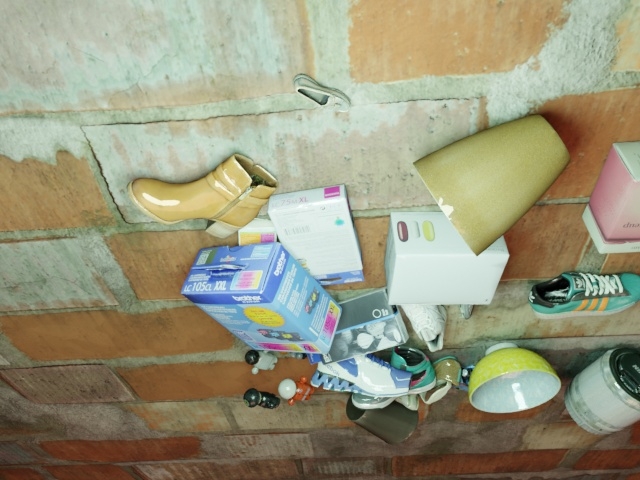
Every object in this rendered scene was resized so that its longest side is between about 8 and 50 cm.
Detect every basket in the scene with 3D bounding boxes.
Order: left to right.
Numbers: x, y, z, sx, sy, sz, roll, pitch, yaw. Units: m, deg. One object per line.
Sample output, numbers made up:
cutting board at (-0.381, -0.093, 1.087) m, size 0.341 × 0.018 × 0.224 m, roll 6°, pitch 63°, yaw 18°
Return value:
basket at (0.222, 0.661, 2.027) m, size 0.227 × 0.154 × 0.204 m, roll 33°, pitch 128°, yaw -27°

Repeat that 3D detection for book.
book at (-0.160, 0.003, 1.361) m, size 0.096 × 0.035 × 0.144 m, roll 3°, pitch 140°, yaw -5°

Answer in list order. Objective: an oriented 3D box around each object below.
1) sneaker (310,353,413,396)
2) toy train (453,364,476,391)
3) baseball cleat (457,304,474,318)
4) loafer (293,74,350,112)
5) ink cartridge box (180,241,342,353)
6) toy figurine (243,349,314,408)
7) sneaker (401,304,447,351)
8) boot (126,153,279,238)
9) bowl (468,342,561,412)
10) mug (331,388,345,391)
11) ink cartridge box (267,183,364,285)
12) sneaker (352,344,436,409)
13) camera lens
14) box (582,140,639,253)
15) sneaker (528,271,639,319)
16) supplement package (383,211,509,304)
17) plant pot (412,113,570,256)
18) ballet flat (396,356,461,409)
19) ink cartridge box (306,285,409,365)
sneaker at (0.127, 0.373, 1.643) m, size 0.315 × 0.182 × 0.127 m, roll 3°, pitch 178°, yaw 12°
toy train at (0.546, 0.501, 1.898) m, size 0.184 × 0.080 × 0.105 m, roll 29°, pitch 140°, yaw -32°
baseball cleat at (0.435, 0.155, 1.504) m, size 0.109 × 0.072 × 0.206 m, roll -15°, pitch 141°, yaw 7°
loafer at (0.003, -0.277, 1.035) m, size 0.125 × 0.039 × 0.045 m, roll 21°, pitch 134°, yaw -22°
ink cartridge box at (-0.162, 0.141, 1.380) m, size 0.270 × 0.151 × 0.395 m, roll -5°, pitch 141°, yaw 33°
toy figurine at (-0.143, 0.429, 1.709) m, size 0.213 × 0.210 × 0.148 m, roll -20°, pitch 152°, yaw 26°
sneaker at (0.299, 0.209, 1.522) m, size 0.111 × 0.129 × 0.297 m, roll -20°, pitch 134°, yaw 24°
boot at (-0.252, -0.111, 1.169) m, size 0.283 × 0.109 × 0.220 m, roll 27°, pitch 133°, yaw -30°
bowl at (0.618, 0.432, 1.750) m, size 0.289 × 0.156 × 0.289 m, roll -1°, pitch 137°, yaw -1°
mug at (0.073, 0.449, 1.818) m, size 0.129 × 0.097 × 0.158 m, roll -1°, pitch 139°, yaw 0°
ink cartridge box at (0.000, 0.000, 1.334) m, size 0.185 × 0.065 × 0.311 m, roll -8°, pitch 136°, yaw 10°
sneaker at (0.234, 0.437, 1.743) m, size 0.295 × 0.124 × 0.178 m, roll -17°, pitch 118°, yaw -9°
camera lens at (0.990, 0.509, 1.794) m, size 0.219 × 0.219 × 0.274 m, roll 9°, pitch 138°, yaw -10°
box at (0.704, -0.093, 1.178) m, size 0.148 × 0.127 × 0.232 m, roll -4°, pitch 138°, yaw 4°
sneaker at (0.729, 0.140, 1.458) m, size 0.302 × 0.108 × 0.121 m, roll -16°, pitch 141°, yaw 20°
supplement package at (0.301, 0.047, 1.325) m, size 0.261 × 0.145 × 0.204 m, roll -1°, pitch 139°, yaw 0°
plant pot at (0.359, -0.134, 1.086) m, size 0.254 × 0.237 × 0.237 m, roll -35°, pitch 130°, yaw 14°
ballet flat at (0.355, 0.526, 1.886) m, size 0.342 × 0.124 × 0.116 m, roll -32°, pitch 129°, yaw 31°
ink cartridge box at (0.075, 0.260, 1.561) m, size 0.332 × 0.165 × 0.065 m, roll -22°, pitch 179°, yaw 23°
